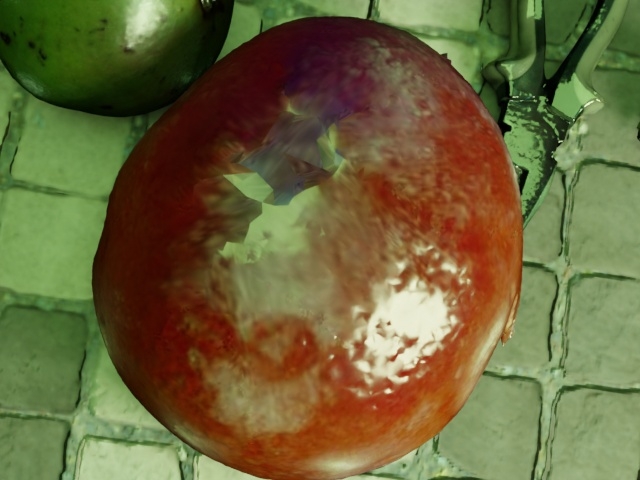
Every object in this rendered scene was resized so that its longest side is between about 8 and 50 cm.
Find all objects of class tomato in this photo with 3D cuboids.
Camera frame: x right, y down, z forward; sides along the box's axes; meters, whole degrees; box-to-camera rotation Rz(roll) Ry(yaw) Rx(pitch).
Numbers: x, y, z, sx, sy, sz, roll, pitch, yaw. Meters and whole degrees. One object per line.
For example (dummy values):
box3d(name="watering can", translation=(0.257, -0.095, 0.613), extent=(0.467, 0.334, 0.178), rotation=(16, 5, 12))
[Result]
box3d(name="tomato", translation=(0.003, -0.004, 0.868), extent=(0.289, 0.176, 0.335), rotation=(39, 83, 7))

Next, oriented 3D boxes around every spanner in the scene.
box3d(name="spanner", translation=(0.176, -0.147, 0.985), extent=(0.095, 0.040, 0.325), rotation=(17, 80, -2))

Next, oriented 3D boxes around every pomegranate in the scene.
box3d(name="pomegranate", translation=(-0.172, -0.179, 0.908), extent=(0.225, 0.187, 0.187), rotation=(13, 78, 27))

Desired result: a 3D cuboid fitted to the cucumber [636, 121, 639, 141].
box3d(name="cucumber", translation=(0.377, -0.020, 0.961), extent=(0.303, 0.081, 0.072), rotation=(36, 46, 3))
